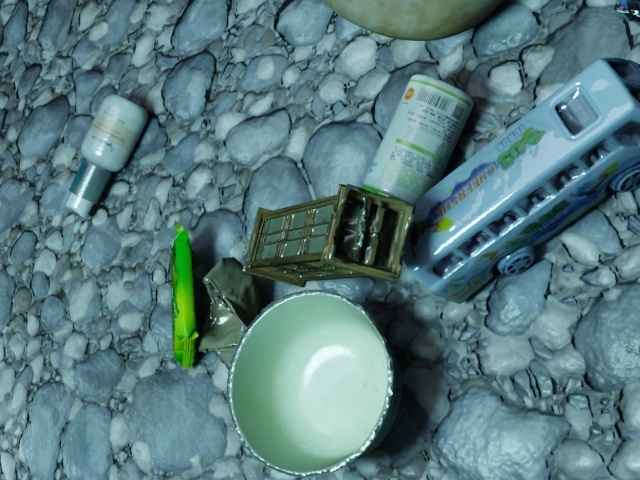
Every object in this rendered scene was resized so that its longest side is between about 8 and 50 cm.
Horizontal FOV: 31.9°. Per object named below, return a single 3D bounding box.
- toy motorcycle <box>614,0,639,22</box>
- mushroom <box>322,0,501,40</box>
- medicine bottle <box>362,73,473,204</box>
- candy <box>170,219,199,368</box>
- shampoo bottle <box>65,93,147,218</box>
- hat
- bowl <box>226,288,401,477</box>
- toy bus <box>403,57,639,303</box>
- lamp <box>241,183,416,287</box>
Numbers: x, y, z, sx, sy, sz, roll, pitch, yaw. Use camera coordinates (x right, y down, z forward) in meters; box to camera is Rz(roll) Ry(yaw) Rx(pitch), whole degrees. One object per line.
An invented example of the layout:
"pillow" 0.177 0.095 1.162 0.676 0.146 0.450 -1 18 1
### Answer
"toy motorcycle" 0.464 -0.323 1.148 0.358 0.125 0.212 -48 60 16
"mushroom" 0.114 -0.404 1.348 0.297 0.297 0.290 -20 40 31
"medicine bottle" 0.111 -0.101 1.349 0.086 0.086 0.183 24 89 40
"candy" -0.186 0.073 1.508 0.102 0.032 0.178 110 156 -58
"shampoo bottle" -0.332 -0.127 1.702 0.074 0.074 0.192 28 91 40
"hat" -0.088 0.115 1.442 0.175 0.085 0.147 43 143 20
"bowl" 0.006 0.171 1.301 0.211 0.112 0.211 -6 74 22
"toy bus" 0.230 -0.066 1.213 0.330 0.136 0.109 -39 57 21
"lamp" 0.000 0.000 1.292 0.325 0.090 0.089 170 115 -69
